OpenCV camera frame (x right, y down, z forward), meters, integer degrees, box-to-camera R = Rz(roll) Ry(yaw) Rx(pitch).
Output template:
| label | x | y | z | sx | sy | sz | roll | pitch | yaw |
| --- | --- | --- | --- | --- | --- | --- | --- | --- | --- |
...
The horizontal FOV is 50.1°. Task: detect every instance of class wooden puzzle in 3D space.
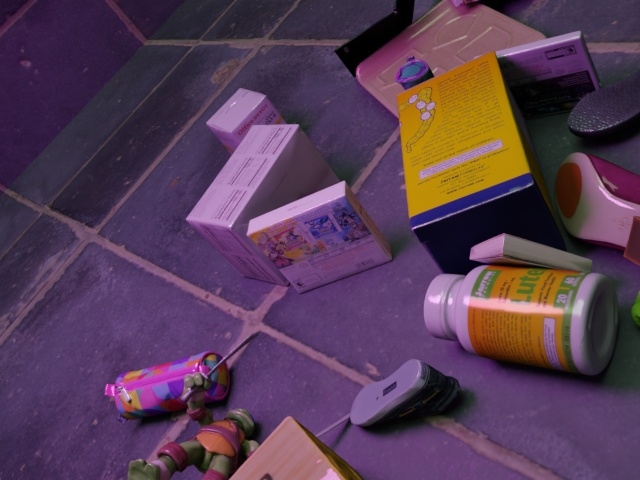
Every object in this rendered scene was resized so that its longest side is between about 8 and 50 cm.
| label | x | y | z | sx | sy | sz | roll | pitch | yaw |
| --- | --- | --- | --- | --- | --- | --- | --- | --- | --- |
| wooden puzzle | 0.280 | -0.377 | 1.502 | 0.322 | 0.080 | 0.347 | -37 | 43 | 4 |

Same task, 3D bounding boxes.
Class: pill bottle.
| label | x | y | z | sx | sy | sz | roll | pitch | yaw |
| --- | --- | --- | --- | --- | --- | --- | --- | --- | --- |
| pill bottle | 0.278 | 0.106 | 0.977 | 0.246 | 0.136 | 0.136 | 3 | 55 | 41 |

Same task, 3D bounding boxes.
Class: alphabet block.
| label | x | y | z | sx | sy | sz | roll | pitch | yaw |
| --- | --- | --- | --- | --- | --- | --- | --- | --- | --- |
| alphabet block | -0.016 | 0.390 | 0.898 | 0.197 | 0.192 | 0.193 | -45 | 41 | -8 |

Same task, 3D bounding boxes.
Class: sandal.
| label | x | y | z | sx | sy | sz | roll | pitch | yaw |
| --- | --- | --- | --- | --- | --- | --- | --- | --- | --- |
| sandal | 0.546 | -0.242 | 1.178 | 0.255 | 0.054 | 0.097 | -31 | 45 | -4 |

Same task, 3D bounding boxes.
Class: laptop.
| label | x | y | z | sx | sy | sz | roll | pitch | yaw |
| --- | --- | --- | --- | --- | --- | --- | --- | --- | --- |
| laptop | 0.137 | -0.540 | 1.618 | 0.137 | 0.234 | 0.264 | 7 | 90 | 14 |

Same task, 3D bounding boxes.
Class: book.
| label | x | y | z | sx | sy | sz | roll | pitch | yaw |
| --- | --- | --- | --- | --- | --- | --- | --- | --- | --- |
| book | 0.307 | 0.028 | 1.005 | 0.096 | 0.144 | 0.035 | 153 | 128 | -73 |

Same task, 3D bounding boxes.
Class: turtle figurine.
| label | x | y | z | sx | sy | sz | roll | pitch | yaw |
| --- | --- | --- | --- | --- | --- | --- | --- | --- | --- |
| turtle figurine | -0.146 | 0.291 | 1.045 | 0.275 | 0.197 | 0.266 | -27 | 6 | 28 |

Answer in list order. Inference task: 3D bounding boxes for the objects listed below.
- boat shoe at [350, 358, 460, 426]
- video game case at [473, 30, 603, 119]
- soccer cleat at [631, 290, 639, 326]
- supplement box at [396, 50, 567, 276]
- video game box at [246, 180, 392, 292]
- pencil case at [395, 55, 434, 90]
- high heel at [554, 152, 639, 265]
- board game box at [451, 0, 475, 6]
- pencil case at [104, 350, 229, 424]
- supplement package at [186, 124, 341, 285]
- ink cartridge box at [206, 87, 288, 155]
| label | x | y | z | sx | sy | sz | roll | pitch | yaw |
| --- | --- | --- | --- | --- | --- | --- | --- | --- | --- |
| boat shoe | 0.124 | 0.245 | 1.033 | 0.183 | 0.083 | 0.065 | -43 | 28 | 42 |
| video game case | 0.396 | -0.289 | 1.236 | 0.191 | 0.173 | 0.022 | -6 | 55 | 35 |
| soccer cleat | 0.500 | 0.081 | 0.890 | 0.179 | 0.060 | 0.072 | -8 | 35 | 34 |
| supplement box | 0.263 | -0.117 | 1.161 | 0.195 | 0.194 | 0.356 | -21 | 42 | 22 |
| video game box | 0.000 | 0.000 | 1.265 | 0.205 | 0.187 | 0.048 | -21 | 42 | 21 |
| pencil case | 0.195 | -0.276 | 1.310 | 0.070 | 0.151 | 0.064 | 0 | 57 | 30 |
| high heel | 0.482 | -0.036 | 1.002 | 0.182 | 0.127 | 0.377 | 5 | 26 | -7 |
| board game box | 0.419 | -0.682 | 1.619 | 0.319 | 0.065 | 0.318 | -16 | 41 | 2 |
| pencil case | -0.288 | 0.278 | 1.300 | 0.237 | 0.104 | 0.104 | -18 | 43 | 24 |
| supplement package | -0.105 | -0.075 | 1.409 | 0.145 | 0.204 | 0.261 | 9 | 59 | 43 |
| ink cartridge box | -0.157 | -0.255 | 1.648 | 0.128 | 0.176 | 0.127 | -50 | 39 | -12 |
